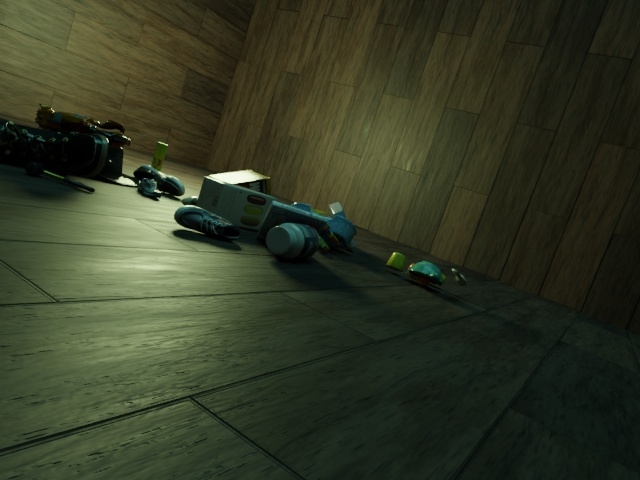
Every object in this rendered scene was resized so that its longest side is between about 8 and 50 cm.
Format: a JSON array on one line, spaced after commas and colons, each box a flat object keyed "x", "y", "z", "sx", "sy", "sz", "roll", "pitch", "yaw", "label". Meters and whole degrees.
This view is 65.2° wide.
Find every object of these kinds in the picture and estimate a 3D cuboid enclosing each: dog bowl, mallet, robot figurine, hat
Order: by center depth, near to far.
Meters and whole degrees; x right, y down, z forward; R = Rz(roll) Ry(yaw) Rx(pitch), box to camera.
[{"x": -0.756, "y": -0.180, "z": 1.451, "sx": 0.189, "sy": 0.039, "sz": 0.062, "roll": 22, "pitch": 5, "yaw": -5, "label": "mallet"}, {"x": -0.791, "y": -0.378, "z": 1.690, "sx": 0.291, "sy": 0.085, "sz": 0.211, "roll": 10, "pitch": 1, "yaw": -26, "label": "robot figurine"}, {"x": -0.832, "y": -0.313, "z": 1.871, "sx": 0.331, "sy": 0.134, "sz": 0.331, "roll": 18, "pitch": 6, "yaw": -2, "label": "hat"}, {"x": -0.003, "y": -0.054, "z": 2.050, "sx": 0.297, "sy": 0.074, "sz": 0.166, "roll": 19, "pitch": -26, "yaw": 7, "label": "dog bowl"}]

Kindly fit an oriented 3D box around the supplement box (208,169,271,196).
[{"x": -0.337, "y": -0.206, "z": 2.100, "sx": 0.194, "sy": 0.129, "sz": 0.191, "roll": -14, "pitch": 26, "yaw": -33, "label": "supplement box"}]

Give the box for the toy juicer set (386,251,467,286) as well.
[{"x": 0.417, "y": 0.142, "z": 1.876, "sx": 0.209, "sy": 0.089, "sz": 0.329, "roll": 30, "pitch": -10, "yaw": -38, "label": "toy juicer set"}]

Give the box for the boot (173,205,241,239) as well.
[{"x": -0.315, "y": -0.049, "z": 1.423, "sx": 0.086, "sy": 0.069, "sz": 0.190, "roll": 21, "pitch": 5, "yaw": 43, "label": "boot"}]

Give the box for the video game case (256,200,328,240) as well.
[{"x": -0.096, "y": -0.039, "z": 1.618, "sx": 0.183, "sy": 0.023, "sz": 0.201, "roll": 17, "pitch": -36, "yaw": -13, "label": "video game case"}]

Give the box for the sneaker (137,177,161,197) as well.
[{"x": -0.616, "y": -0.193, "z": 1.807, "sx": 0.135, "sy": 0.058, "sz": 0.052, "roll": 25, "pitch": 9, "yaw": 37, "label": "sneaker"}]

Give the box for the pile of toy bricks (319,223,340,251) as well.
[{"x": 0.000, "y": 0.000, "z": 1.861, "sx": 0.105, "sy": 0.118, "sz": 0.212, "roll": 55, "pitch": 7, "yaw": 27, "label": "pile of toy bricks"}]

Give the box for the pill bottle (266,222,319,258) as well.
[{"x": -0.085, "y": 0.002, "z": 1.492, "sx": 0.108, "sy": 0.108, "sz": 0.180, "roll": 22, "pitch": 8, "yaw": 22, "label": "pill bottle"}]

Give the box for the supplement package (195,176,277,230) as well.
[{"x": -0.301, "y": -0.127, "z": 1.799, "sx": 0.244, "sy": 0.139, "sz": 0.134, "roll": 11, "pitch": 9, "yaw": -46, "label": "supplement package"}]

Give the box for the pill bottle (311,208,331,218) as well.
[{"x": -0.028, "y": -0.083, "z": 2.269, "sx": 0.117, "sy": 0.118, "sz": 0.208, "roll": 23, "pitch": 8, "yaw": 31, "label": "pill bottle"}]

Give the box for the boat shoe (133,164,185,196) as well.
[{"x": -0.648, "y": -0.232, "z": 1.994, "sx": 0.228, "sy": 0.080, "sz": 0.076, "roll": 31, "pitch": 38, "yaw": 13, "label": "boat shoe"}]

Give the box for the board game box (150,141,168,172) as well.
[{"x": -0.688, "y": -0.321, "z": 2.105, "sx": 0.043, "sy": 0.181, "sz": 0.092, "roll": 16, "pitch": 7, "yaw": -20, "label": "board game box"}]

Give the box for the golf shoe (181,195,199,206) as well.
[{"x": -0.436, "y": -0.139, "z": 1.852, "sx": 0.086, "sy": 0.069, "sz": 0.176, "roll": 16, "pitch": 4, "yaw": 28, "label": "golf shoe"}]

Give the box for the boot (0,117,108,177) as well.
[{"x": -0.848, "y": -0.288, "z": 1.514, "sx": 0.377, "sy": 0.138, "sz": 0.284, "roll": 12, "pitch": 1, "yaw": 38, "label": "boot"}]

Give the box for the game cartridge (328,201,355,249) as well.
[{"x": 0.092, "y": -0.075, "z": 2.267, "sx": 0.062, "sy": 0.198, "sz": 0.297, "roll": -15, "pitch": 9, "yaw": 0, "label": "game cartridge"}]
